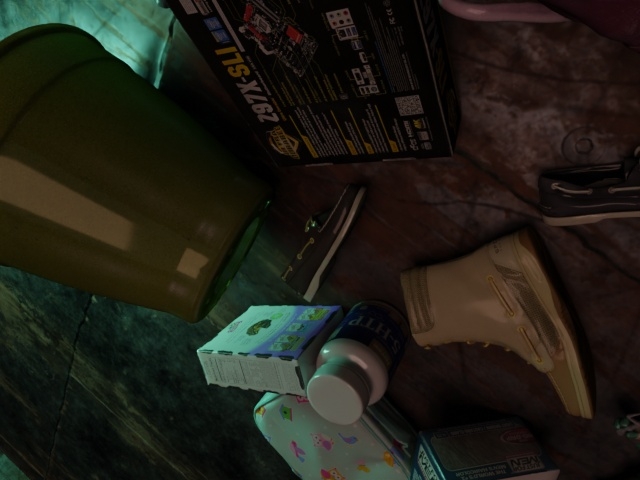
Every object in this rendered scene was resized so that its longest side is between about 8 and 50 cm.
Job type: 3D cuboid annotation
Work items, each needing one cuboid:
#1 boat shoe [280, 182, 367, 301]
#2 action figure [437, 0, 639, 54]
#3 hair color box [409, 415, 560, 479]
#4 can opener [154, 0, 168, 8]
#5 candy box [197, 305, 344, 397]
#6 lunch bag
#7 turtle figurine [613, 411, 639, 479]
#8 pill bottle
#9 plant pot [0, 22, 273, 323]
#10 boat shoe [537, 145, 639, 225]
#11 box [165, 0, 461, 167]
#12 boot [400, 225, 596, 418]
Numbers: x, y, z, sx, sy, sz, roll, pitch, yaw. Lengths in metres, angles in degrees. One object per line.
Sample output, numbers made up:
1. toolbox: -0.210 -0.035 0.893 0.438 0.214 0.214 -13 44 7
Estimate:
1. boat shoe: 0.000 0.000 0.722 0.068 0.081 0.228 31 126 7
2. action figure: 0.300 -0.198 0.410 0.370 0.248 0.275 26 163 -14
3. hair color box: 0.231 0.452 0.752 0.173 0.105 0.348 -3 117 -13
4. can opener: -0.151 -0.352 0.559 0.283 0.075 0.095 -19 91 66
5. candy box: -0.075 0.176 0.791 0.196 0.165 0.070 -4 109 30
6. lunch bag: 0.039 0.341 0.843 0.279 0.108 0.224 48 119 -2
7. turtle figurine: 0.455 0.319 0.599 0.118 0.175 0.234 -2 130 -10
8. pill bottle: 0.058 0.180 0.710 0.111 0.186 0.112 11 117 22
9. plant pot: -0.276 -0.058 0.705 0.352 0.366 0.367 29 123 -1
10. boat shoe: 0.346 -0.066 0.515 0.206 0.075 0.065 -11 110 36
11. box: 0.000 -0.215 0.525 0.257 0.079 0.322 3 149 29
12. boot: 0.240 0.130 0.648 0.203 0.095 0.262 -22 99 33
